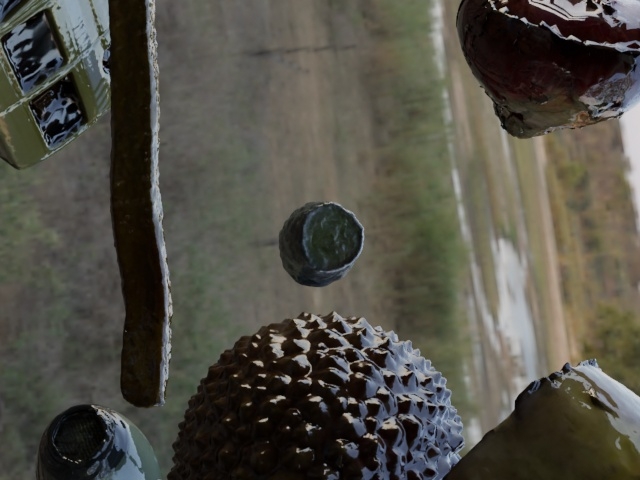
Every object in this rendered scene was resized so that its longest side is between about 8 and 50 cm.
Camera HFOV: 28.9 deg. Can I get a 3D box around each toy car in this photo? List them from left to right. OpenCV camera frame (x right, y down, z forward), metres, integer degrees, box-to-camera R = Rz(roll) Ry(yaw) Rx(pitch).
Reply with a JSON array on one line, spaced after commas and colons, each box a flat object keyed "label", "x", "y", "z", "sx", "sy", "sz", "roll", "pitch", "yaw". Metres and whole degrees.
[{"label": "toy car", "x": -0.177, "y": -0.143, "z": 0.676, "sx": 0.124, "sy": 0.101, "sz": 0.257, "roll": -49, "pitch": 166, "yaw": -17}]

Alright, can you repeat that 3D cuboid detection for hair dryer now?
[{"label": "hair dryer", "x": -0.155, "y": 0.233, "z": 0.857, "sx": 0.219, "sy": 0.088, "sz": 0.225, "roll": 65, "pitch": 33, "yaw": -75}]

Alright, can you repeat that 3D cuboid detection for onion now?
[{"label": "onion", "x": 0.198, "y": -0.156, "z": 1.063, "sx": 0.184, "sy": 0.183, "sz": 0.147, "roll": -81, "pitch": -171, "yaw": -52}]

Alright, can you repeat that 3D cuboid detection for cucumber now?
[{"label": "cucumber", "x": 0.000, "y": 0.001, "z": 0.944, "sx": 0.112, "sy": 0.064, "sz": 0.064, "roll": 119, "pitch": -36, "yaw": -79}]

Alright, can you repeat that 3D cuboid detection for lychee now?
[{"label": "lychee", "x": 0.000, "y": 0.193, "z": 1.071, "sx": 0.267, "sy": 0.267, "sz": 0.268, "roll": -9, "pitch": 90, "yaw": -76}]

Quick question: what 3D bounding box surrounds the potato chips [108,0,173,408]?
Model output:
[{"label": "potato chips", "x": -0.079, "y": -0.032, "z": 0.532, "sx": 0.037, "sy": 0.026, "sz": 0.204, "roll": -78, "pitch": 167, "yaw": -87}]

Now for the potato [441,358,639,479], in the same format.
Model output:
[{"label": "potato", "x": 0.196, "y": 0.235, "z": 0.746, "sx": 0.266, "sy": 0.229, "sz": 0.229, "roll": 41, "pitch": -2, "yaw": 23}]
